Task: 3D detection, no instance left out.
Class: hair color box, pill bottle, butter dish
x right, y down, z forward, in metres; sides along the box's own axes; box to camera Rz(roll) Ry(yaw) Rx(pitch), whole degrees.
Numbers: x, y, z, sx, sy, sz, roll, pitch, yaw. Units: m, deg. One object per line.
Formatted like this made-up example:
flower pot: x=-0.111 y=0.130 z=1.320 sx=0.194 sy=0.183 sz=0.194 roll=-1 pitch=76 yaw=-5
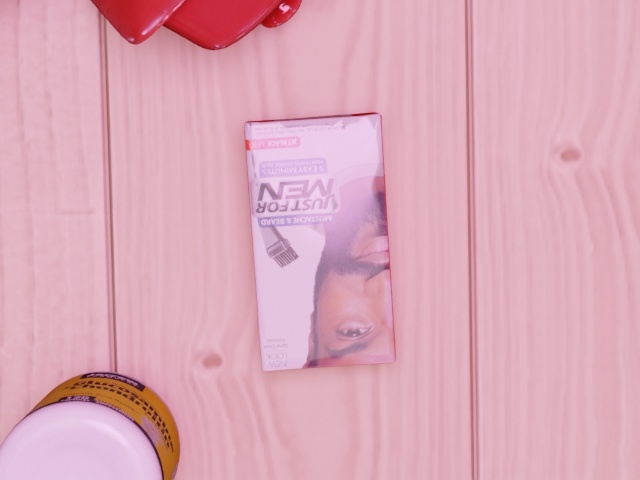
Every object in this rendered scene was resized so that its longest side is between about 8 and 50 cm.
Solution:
hair color box: x=0.000 y=0.000 z=1.127 sx=0.093 sy=0.053 sz=0.167 roll=-4 pitch=96 yaw=0
pill bottle: x=-0.144 y=0.140 z=1.072 sx=0.103 sy=0.184 sz=0.103 roll=0 pitch=94 yaw=0
butter dish: x=-0.059 y=-0.183 z=1.082 sx=0.118 sy=0.160 sz=0.160 roll=38 pitch=96 yaw=-33
